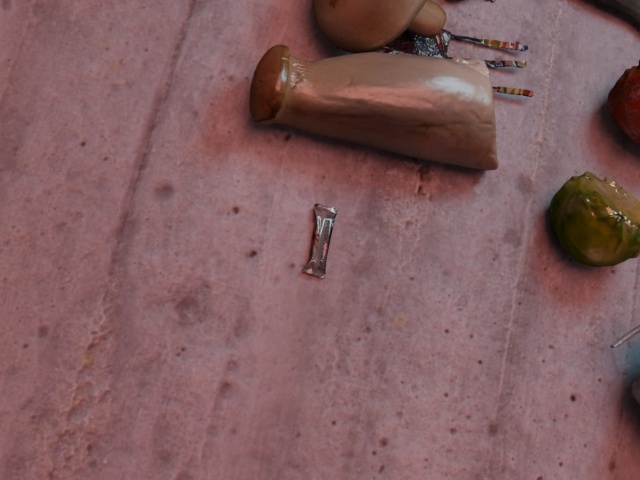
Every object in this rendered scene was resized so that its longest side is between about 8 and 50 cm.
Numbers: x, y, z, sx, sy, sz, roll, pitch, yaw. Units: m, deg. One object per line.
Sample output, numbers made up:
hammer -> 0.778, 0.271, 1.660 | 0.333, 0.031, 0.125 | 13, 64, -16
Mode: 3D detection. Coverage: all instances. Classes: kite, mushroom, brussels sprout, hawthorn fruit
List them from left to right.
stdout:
mushroom -> 0.101, -0.371, 1.535 | 0.215, 0.207, 0.207 | 22, 66, -40
mushroom -> 0.099, -0.206, 1.494 | 0.407, 0.154, 0.137 | 9, 43, -16
kite -> 0.211, -0.292, 1.628 | 0.285, 0.015, 0.152 | 7, 73, -11
brussels sprout -> 0.431, -0.024, 1.564 | 0.149, 0.122, 0.152 | 29, 33, -15
hawthorn fruit -> 0.564, -0.223, 1.639 | 0.172, 0.173, 0.173 | 5, 73, -16

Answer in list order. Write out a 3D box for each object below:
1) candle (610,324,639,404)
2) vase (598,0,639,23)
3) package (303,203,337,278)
candle -> 0.600, 0.235, 1.482 | 0.221, 0.221, 0.342 | -34, 85, -23
vase -> 0.516, -0.431, 1.734 | 0.214, 0.086, 0.086 | 34, 67, -10
package -> 0.000, 0.000, 1.473 | 0.037, 0.015, 0.110 | 14, 69, -12
